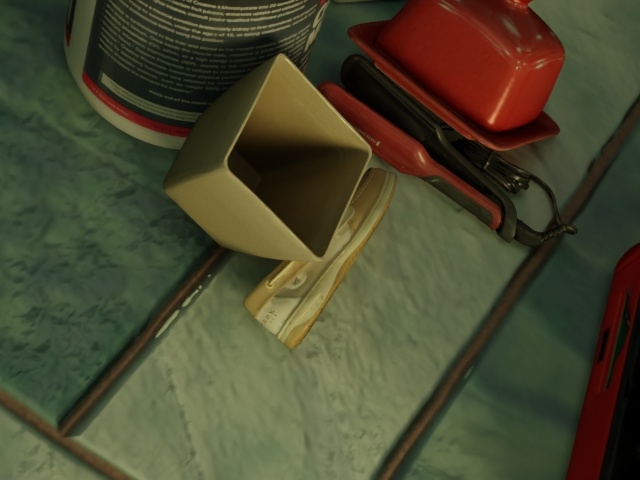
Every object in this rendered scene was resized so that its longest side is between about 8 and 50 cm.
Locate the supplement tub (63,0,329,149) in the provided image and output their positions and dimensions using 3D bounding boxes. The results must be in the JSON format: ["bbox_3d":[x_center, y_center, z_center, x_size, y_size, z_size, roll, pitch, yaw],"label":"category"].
[{"bbox_3d":[-0.080,-0.212,1.277,0.191,0.272,0.191,8,55,-11],"label":"supplement tub"}]

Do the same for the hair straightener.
[{"bbox_3d":[0.109,-0.076,1.377,0.230,0.047,0.089,33,54,8],"label":"hair straightener"}]

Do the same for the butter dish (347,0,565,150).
[{"bbox_3d":[0.130,-0.159,1.371,0.160,0.118,0.160,40,24,16],"label":"butter dish"}]

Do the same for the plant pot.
[{"bbox_3d":[-0.047,-0.051,1.247,0.109,0.096,0.109,46,52,-29],"label":"plant pot"}]

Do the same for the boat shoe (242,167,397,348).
[{"bbox_3d":[0.000,0.000,1.283,0.059,0.063,0.170,33,54,1],"label":"boat shoe"}]

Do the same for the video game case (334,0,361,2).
[{"bbox_3d":[0.119,-0.302,1.551,0.285,0.025,0.204,-6,58,-20],"label":"video game case"}]

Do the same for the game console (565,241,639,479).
[{"bbox_3d":[0.351,0.182,1.271,0.342,0.060,0.386,24,54,-5],"label":"game console"}]
